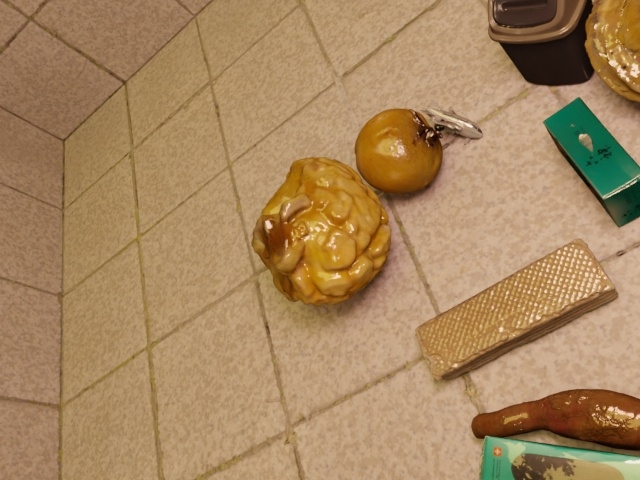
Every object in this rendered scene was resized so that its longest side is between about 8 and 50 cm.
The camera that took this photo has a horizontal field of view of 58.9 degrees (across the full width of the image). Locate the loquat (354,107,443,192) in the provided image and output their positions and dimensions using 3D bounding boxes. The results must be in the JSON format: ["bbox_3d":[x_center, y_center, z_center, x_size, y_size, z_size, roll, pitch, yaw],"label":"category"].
[{"bbox_3d":[0.208,-0.235,1.482,0.243,0.244,0.244,-17,59,31],"label":"loquat"}]

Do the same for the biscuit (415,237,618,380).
[{"bbox_3d":[0.410,0.162,1.234,0.426,0.078,0.144,-33,53,22],"label":"biscuit"}]

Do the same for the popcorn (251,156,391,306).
[{"bbox_3d":[0.007,-0.013,1.486,0.354,0.344,0.390,24,54,3],"label":"popcorn"}]

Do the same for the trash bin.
[{"bbox_3d":[0.526,-0.498,1.321,0.209,0.290,0.182,13,78,42],"label":"trash bin"}]

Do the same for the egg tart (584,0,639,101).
[{"bbox_3d":[0.731,-0.441,1.156,0.351,0.150,0.352,-1,79,7],"label":"egg tart"}]

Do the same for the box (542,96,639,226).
[{"bbox_3d":[0.589,-0.167,1.202,0.092,0.153,0.245,-34,50,20],"label":"box"}]

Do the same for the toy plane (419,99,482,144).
[{"bbox_3d":[0.348,-0.312,1.504,0.171,0.162,0.066,37,125,11],"label":"toy plane"}]

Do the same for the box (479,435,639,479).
[{"bbox_3d":[0.460,0.423,0.983,0.311,0.205,0.118,-5,68,38],"label":"box"}]

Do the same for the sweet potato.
[{"bbox_3d":[0.472,0.338,1.087,0.385,0.109,0.109,-12,62,40],"label":"sweet potato"}]
